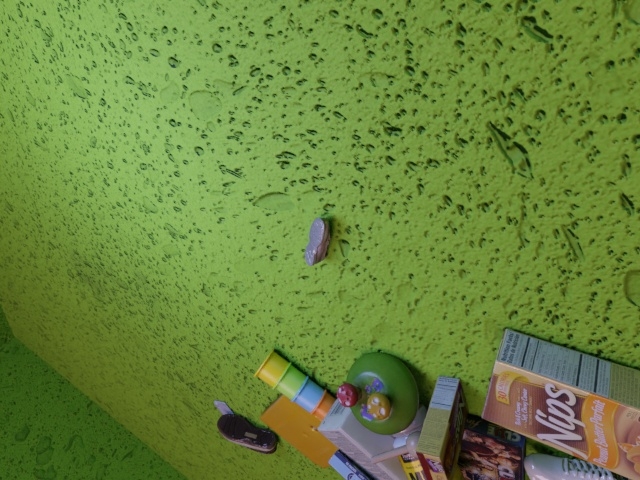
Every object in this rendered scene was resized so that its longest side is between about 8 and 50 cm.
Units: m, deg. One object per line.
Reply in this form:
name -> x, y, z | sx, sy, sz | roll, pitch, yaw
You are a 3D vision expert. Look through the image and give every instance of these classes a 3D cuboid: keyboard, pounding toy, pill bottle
keyboard -> -0.339, 0.736, 1.761 | 0.072, 0.014, 0.256 | -12, 117, 36
pounding toy -> 0.119, 0.371, 0.958 | 0.183, 0.110, 0.237 | -31, 69, 33
pill bottle -> 0.241, 0.497, 1.006 | 0.119, 0.119, 0.209 | -41, 69, 48

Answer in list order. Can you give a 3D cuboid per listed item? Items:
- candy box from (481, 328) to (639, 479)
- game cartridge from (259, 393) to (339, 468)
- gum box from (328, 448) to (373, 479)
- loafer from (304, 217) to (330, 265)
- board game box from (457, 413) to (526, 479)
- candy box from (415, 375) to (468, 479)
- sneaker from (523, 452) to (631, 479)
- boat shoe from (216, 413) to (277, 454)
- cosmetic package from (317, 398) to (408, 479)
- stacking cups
candy box -> 0.454, 0.286, 0.742 | 0.316, 0.087, 0.183 | 15, 132, 26
game cartridge -> -0.036, 0.601, 1.401 | 0.285, 0.053, 0.324 | 38, 140, 3
gum box -> 0.100, 0.632, 1.181 | 0.157, 0.041, 0.184 | 37, 165, 19
loafer -> 0.000, 0.000, 0.878 | 0.045, 0.039, 0.125 | 57, 145, 34
board game box -> 0.382, 0.501, 1.010 | 0.165, 0.042, 0.243 | 6, 128, 32
candy box -> 0.254, 0.389, 0.900 | 0.053, 0.187, 0.109 | -2, 122, 34
sneaker -> 0.529, 0.470, 0.859 | 0.235, 0.090, 0.095 | 15, 120, 20
boat shoe -> -0.279, 0.747, 1.666 | 0.257, 0.095, 0.095 | 14, 137, 27
cosmetic package -> 0.159, 0.523, 1.116 | 0.296, 0.129, 0.153 | 43, 147, -2
stacking cups -> -0.034, 0.433, 1.232 | 0.316, 0.096, 0.096 | 35, 138, 1
